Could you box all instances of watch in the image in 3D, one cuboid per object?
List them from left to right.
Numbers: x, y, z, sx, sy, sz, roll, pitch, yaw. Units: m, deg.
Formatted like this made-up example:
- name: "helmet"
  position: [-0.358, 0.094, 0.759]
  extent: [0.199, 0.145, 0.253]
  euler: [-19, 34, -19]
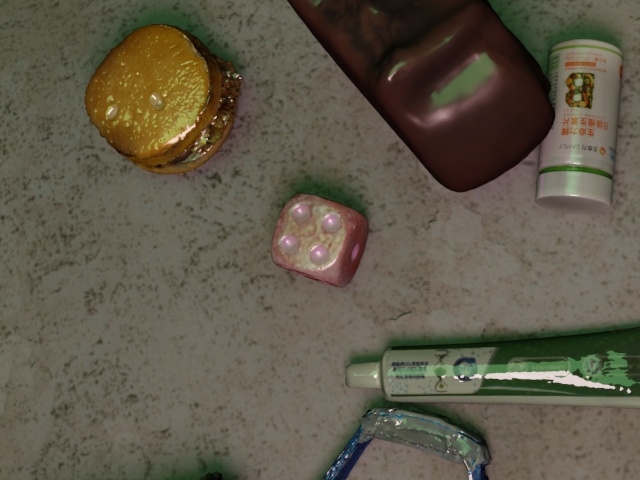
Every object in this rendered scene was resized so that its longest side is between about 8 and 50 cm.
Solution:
- name: "watch"
  position: [0.053, 0.321, 1.244]
  extent: [0.276, 0.068, 0.274]
  euler: [7, 85, 18]

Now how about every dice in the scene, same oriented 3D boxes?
- name: "dice"
  position: [0.000, 0.000, 1.308]
  extent: [0.091, 0.094, 0.093]
  euler: [18, 84, 17]

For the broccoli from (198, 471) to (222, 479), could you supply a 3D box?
- name: "broccoli"
  position: [-0.189, 0.386, 1.209]
  extent: [0.242, 0.273, 0.180]
  euler: [-26, 88, 41]

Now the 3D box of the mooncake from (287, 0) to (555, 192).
- name: "mooncake"
  position: [0.105, -0.222, 1.213]
  extent: [0.174, 0.334, 0.326]
  euler: [-38, 27, 7]

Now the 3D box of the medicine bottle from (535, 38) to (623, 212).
- name: "medicine bottle"
  position: [0.293, -0.129, 1.247]
  extent: [0.086, 0.086, 0.183]
  euler: [3, 79, 18]

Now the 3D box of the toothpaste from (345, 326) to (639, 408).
- name: "toothpaste"
  position: [0.218, 0.144, 1.228]
  extent: [0.392, 0.061, 0.098]
  euler: [-3, 77, 14]

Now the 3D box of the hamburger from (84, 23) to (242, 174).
- name: "hamburger"
  position: [-0.188, -0.177, 1.393]
  extent: [0.191, 0.118, 0.181]
  euler: [-23, 76, 15]
